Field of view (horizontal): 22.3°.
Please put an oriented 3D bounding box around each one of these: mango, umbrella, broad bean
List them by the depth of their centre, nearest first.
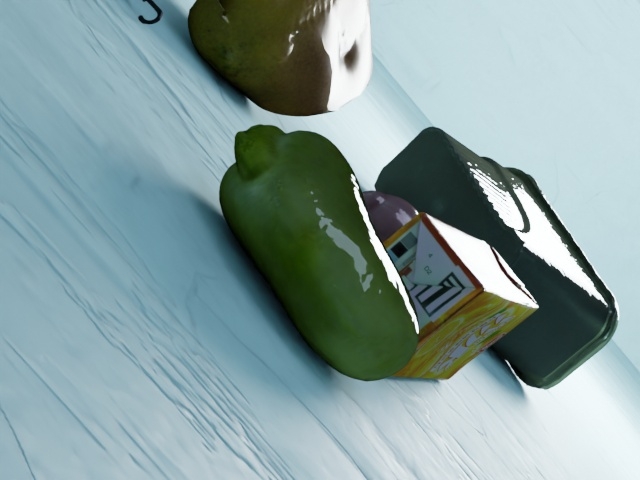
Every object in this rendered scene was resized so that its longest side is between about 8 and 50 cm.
[{"bbox_3d":[0.000,0.000,0.975,0.124,0.082,0.174,43,11,-51],"label":"broad bean"},{"bbox_3d":[-0.160,-0.218,1.265,0.149,0.022,0.022,56,-16,29],"label":"umbrella"},{"bbox_3d":[-0.037,-0.203,1.421,0.136,0.166,0.236,10,23,17],"label":"mango"}]

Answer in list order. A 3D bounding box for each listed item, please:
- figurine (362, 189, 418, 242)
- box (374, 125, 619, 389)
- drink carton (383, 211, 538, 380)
[{"bbox_3d":[0.051,0.000,1.270,0.083,0.071,0.067,38,55,-7],"label":"figurine"},{"bbox_3d":[0.173,0.003,1.666,0.178,0.138,0.274,36,16,-42],"label":"box"},{"bbox_3d":[0.083,0.045,1.157,0.071,0.096,0.223,53,9,15],"label":"drink carton"}]
